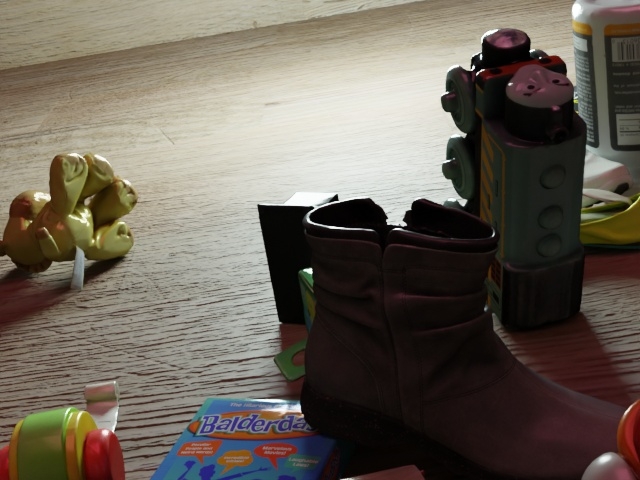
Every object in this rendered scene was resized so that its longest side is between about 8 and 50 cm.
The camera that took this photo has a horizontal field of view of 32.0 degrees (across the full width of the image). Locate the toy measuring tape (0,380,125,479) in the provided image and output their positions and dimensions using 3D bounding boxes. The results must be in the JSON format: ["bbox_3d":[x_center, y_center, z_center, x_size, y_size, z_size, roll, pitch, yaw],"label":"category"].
[{"bbox_3d":[-0.243,0.189,1.086,0.121,0.121,0.330,-9,22,1],"label":"toy measuring tape"}]

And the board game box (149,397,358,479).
[{"bbox_3d":[-0.067,0.219,1.024,0.160,0.047,0.210,-2,23,18],"label":"board game box"}]

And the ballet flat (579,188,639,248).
[{"bbox_3d":[0.306,-0.026,1.419,0.230,0.077,0.077,-4,24,14],"label":"ballet flat"}]

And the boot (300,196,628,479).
[{"bbox_3d":[0.137,0.089,0.975,0.338,0.223,0.118,9,25,11],"label":"boot"}]

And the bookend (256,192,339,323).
[{"bbox_3d":[0.000,0.000,1.382,0.072,0.157,0.156,2,26,26],"label":"bookend"}]

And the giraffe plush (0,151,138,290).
[{"bbox_3d":[-0.393,-0.019,1.642,0.170,0.181,0.210,-7,55,35],"label":"giraffe plush"}]

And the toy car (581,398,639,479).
[{"bbox_3d":[0.293,0.179,0.849,0.159,0.136,0.182,-14,22,-11],"label":"toy car"}]

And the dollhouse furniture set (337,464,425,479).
[{"bbox_3d":[0.035,0.266,0.758,0.128,0.129,0.184,-12,21,-4],"label":"dollhouse furniture set"}]

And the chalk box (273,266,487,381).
[{"bbox_3d":[0.056,0.093,1.165,0.213,0.132,0.132,-15,22,-13],"label":"chalk box"}]

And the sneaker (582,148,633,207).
[{"bbox_3d":[0.305,-0.109,1.538,0.110,0.118,0.292,-19,18,-27],"label":"sneaker"}]

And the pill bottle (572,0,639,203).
[{"bbox_3d":[0.431,-0.197,1.515,0.162,0.279,0.162,-8,23,4],"label":"pill bottle"}]

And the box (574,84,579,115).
[{"bbox_3d":[0.504,-0.197,1.774,0.270,0.060,0.216,7,28,36],"label":"box"}]

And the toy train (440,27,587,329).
[{"bbox_3d":[0.222,-0.062,1.241,0.142,0.334,0.190,-12,37,-12],"label":"toy train"}]
